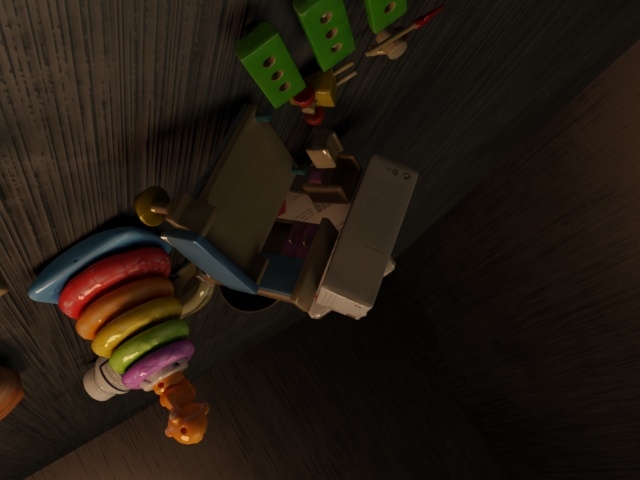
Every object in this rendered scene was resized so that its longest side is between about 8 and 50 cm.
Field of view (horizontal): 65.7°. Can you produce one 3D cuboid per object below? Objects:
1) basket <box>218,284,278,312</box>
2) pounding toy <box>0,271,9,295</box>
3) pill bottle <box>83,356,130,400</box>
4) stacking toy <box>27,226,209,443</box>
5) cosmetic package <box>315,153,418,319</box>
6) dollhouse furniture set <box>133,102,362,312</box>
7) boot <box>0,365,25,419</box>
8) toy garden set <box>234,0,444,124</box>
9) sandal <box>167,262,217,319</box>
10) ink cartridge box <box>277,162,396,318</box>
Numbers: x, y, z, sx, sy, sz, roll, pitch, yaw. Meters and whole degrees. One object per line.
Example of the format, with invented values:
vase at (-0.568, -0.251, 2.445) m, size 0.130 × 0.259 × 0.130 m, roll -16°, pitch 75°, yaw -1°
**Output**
basket at (-0.085, 0.049, 1.098) m, size 0.204 × 0.154 × 0.227 m, roll -38°, pitch 170°, yaw 25°
pounding toy at (-0.345, 0.042, 0.417) m, size 0.130 × 0.141 × 0.100 m, roll -33°, pitch 168°, yaw -1°
pill bottle at (-0.456, 0.291, 1.163) m, size 0.186 × 0.112 × 0.112 m, roll -35°, pitch 168°, yaw 11°
stacking toy at (-0.240, 0.144, 0.694) m, size 0.175 × 0.302 × 0.166 m, roll -34°, pitch 168°, yaw -1°
cosmetic package at (0.071, -0.003, 0.779) m, size 0.117 × 0.085 × 0.231 m, roll 106°, pitch 7°, yaw -71°
dollhouse furniture set at (-0.117, -0.078, 0.692) m, size 0.303 × 0.198 × 0.286 m, roll 51°, pitch 55°, yaw -54°
boot at (-0.637, 0.297, 0.806) m, size 0.283 × 0.109 × 0.220 m, roll -35°, pitch 174°, yaw -28°
toy garden set at (0.035, -0.236, 0.539) m, size 0.244 × 0.049 × 0.204 m, roll -35°, pitch 166°, yaw 5°
sandal at (-0.304, 0.116, 0.941) m, size 0.086 × 0.120 × 0.303 m, roll 21°, pitch 129°, yaw -40°
ink cartridge box at (0.000, 0.000, 0.897) m, size 0.172 × 0.237 × 0.100 m, roll -32°, pitch 168°, yaw -2°
